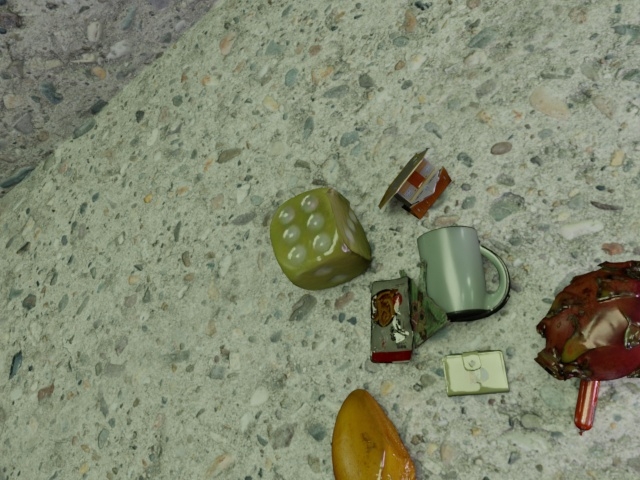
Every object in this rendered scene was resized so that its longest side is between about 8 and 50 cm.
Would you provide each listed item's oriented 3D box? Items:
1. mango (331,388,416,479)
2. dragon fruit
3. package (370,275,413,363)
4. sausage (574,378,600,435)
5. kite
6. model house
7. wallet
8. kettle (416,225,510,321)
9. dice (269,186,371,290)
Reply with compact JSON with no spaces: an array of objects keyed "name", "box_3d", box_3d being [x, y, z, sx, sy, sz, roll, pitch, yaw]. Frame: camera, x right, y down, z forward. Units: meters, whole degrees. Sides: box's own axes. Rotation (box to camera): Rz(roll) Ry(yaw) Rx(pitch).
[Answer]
[{"name":"mango","box_3d":[0.126,0.549,1.250,0.199,0.201,0.350,-14,56,-7]},{"name":"dragon fruit","box_3d":[0.633,0.192,1.095,0.250,0.250,0.315,27,68,31]},{"name":"package","box_3d":[0.200,0.225,1.388,0.154,0.030,0.239,-16,70,49]},{"name":"sausage","box_3d":[0.617,0.379,1.139,0.048,0.050,0.145,19,79,-11]},{"name":"kite","box_3d":[0.264,0.174,1.320,0.323,0.013,0.267,-123,33,-65]},{"name":"model house","box_3d":[0.282,-0.140,1.439,0.136,0.207,0.219,36,91,-6]},{"name":"wallet","box_3d":[0.397,0.341,1.267,0.155,0.039,0.110,-12,71,23]},{"name":"kettle","box_3d":[0.379,0.093,1.294,0.221,0.161,0.236,-9,70,14]},{"name":"dice","box_3d":[0.000,0.000,1.469,0.227,0.233,0.238,-25,63,18]}]
